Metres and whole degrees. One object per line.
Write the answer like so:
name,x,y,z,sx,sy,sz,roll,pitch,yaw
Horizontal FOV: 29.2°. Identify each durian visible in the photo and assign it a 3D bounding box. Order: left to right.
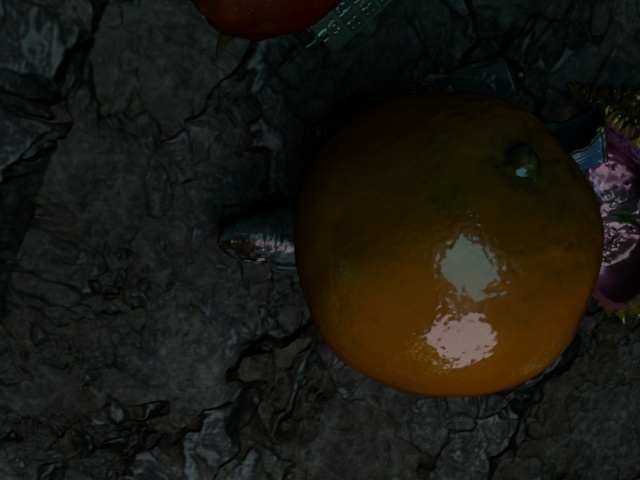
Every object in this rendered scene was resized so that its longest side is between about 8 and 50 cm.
durian,0.371,-0.032,1.398,0.153,0.186,0.260,-8,131,-6

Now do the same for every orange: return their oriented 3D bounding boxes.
orange,0.125,0.002,1.212,0.312,0.312,0.312,-7,118,-13

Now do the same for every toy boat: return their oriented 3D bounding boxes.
toy boat,0.223,-0.107,1.340,0.185,0.075,0.077,-15,125,25

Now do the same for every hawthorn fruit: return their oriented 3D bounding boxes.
hawthorn fruit,-0.058,-0.271,1.130,0.189,0.189,0.251,12,120,-22

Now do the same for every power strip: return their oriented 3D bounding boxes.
power strip,0.036,-0.242,1.260,0.136,0.019,0.051,-41,122,7

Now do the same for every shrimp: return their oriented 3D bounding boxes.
shrimp,0.000,0.000,1.347,0.233,0.079,0.090,0,78,-22

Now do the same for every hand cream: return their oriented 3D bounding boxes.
hand cream,0.106,-0.133,1.319,0.248,0.052,0.075,-23,120,-4
